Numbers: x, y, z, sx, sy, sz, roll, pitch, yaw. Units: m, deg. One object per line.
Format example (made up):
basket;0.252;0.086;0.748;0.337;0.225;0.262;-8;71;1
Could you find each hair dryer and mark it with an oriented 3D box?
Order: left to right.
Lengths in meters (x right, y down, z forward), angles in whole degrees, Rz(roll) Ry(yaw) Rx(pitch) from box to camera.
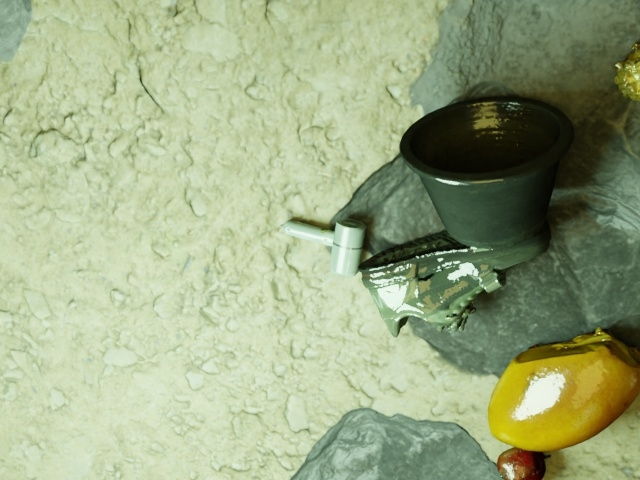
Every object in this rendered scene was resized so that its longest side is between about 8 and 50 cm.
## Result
hair dryer;0.000;0.000;1.571;0.137;0.047;0.082;16;110;16

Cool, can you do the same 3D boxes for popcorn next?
popcorn;0.439;-0.229;1.376;0.083;0.057;0.082;15;116;7

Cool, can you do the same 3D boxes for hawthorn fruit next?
hawthorn fruit;0.313;0.352;1.572;0.077;0.077;0.077;4;107;14

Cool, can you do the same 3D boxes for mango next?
mango;0.353;0.225;1.495;0.252;0.126;0.154;-35;83;22

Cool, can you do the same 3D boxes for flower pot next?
flower pot;0.237;-0.084;1.407;0.235;0.235;0.148;-3;124;16

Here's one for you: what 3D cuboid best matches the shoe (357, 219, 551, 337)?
shoe;0.211;0.063;1.501;0.293;0.109;0.149;-13;106;21
